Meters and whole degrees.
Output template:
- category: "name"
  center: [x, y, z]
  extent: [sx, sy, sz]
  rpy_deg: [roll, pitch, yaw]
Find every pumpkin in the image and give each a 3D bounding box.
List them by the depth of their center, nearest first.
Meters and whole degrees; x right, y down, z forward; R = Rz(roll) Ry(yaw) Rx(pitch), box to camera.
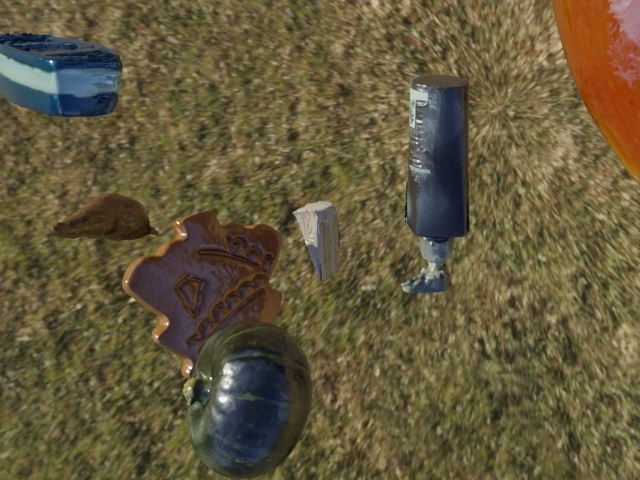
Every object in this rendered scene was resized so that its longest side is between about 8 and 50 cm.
- category: "pumpkin"
  center: [-0.078, 0.166, 1.090]
  extent: [0.167, 0.125, 0.167]
  rpy_deg: [-22, 57, 38]

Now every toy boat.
- category: "toy boat"
  center: [-0.286, -0.176, 1.063]
  extent: [0.096, 0.299, 0.062]
  rpy_deg: [-10, 109, -29]

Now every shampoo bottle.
- category: "shampoo bottle"
  center: [0.107, -0.049, 0.976]
  extent: [0.063, 0.057, 0.208]
  rpy_deg: [-2, 109, -5]

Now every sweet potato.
- category: "sweet potato"
  center: [-0.281, -0.030, 1.324]
  extent: [0.068, 0.226, 0.068]
  rpy_deg: [0, 90, 22]

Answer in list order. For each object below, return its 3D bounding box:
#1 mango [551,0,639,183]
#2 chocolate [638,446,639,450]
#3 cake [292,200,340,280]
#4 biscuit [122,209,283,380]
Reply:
- category: "mango"
  center: [0.177, -0.156, 0.491]
  extent: [0.146, 0.129, 0.289]
  rpy_deg: [-22, 62, 33]
- category: "chocolate"
  center: [0.363, 0.116, 0.637]
  extent: [0.112, 0.321, 0.112]
  rpy_deg: [30, 72, -32]
- category: "cake"
  center: [0.000, 0.000, 1.624]
  extent: [0.065, 0.052, 0.121]
  rpy_deg: [12, 116, 45]
- category: "biscuit"
  center: [-0.151, 0.106, 1.574]
  extent: [0.043, 0.284, 0.306]
  rpy_deg: [-4, 103, 52]
